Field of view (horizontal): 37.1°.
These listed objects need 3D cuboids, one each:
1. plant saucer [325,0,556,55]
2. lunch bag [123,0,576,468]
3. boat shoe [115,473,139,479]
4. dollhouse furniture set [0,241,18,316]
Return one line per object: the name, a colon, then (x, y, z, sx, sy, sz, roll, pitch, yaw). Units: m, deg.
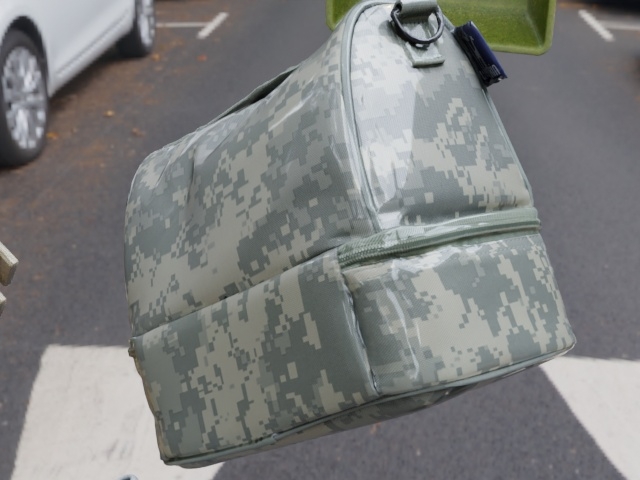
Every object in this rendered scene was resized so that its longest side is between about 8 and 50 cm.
plant saucer: (0.099, -0.250, 0.749, 0.188, 0.188, 0.045, 10, 32, 18)
lunch bag: (0.000, 0.000, 0.682, 0.212, 0.256, 0.305, -12, -9, -45)
boat shoe: (-0.161, 0.208, 0.585, 0.066, 0.063, 0.184, -20, 8, 39)
dollhouse furniture set: (-0.437, 0.016, 0.951, 0.161, 0.242, 0.212, 43, 44, 9)
